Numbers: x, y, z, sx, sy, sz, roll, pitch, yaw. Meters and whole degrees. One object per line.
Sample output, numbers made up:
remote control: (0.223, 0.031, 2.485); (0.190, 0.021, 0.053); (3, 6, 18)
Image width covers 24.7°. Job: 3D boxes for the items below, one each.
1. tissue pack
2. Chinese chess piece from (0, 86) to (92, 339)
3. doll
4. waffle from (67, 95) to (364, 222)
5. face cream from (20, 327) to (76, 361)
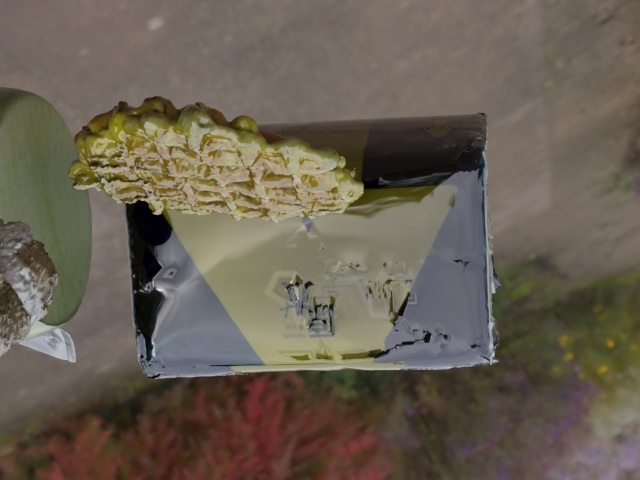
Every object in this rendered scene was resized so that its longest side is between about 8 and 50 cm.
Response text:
tissue pack: (0.000, 0.000, 1.689); (0.416, 0.264, 0.253); (-2, -162, 6)
Chinese chess piece: (-0.312, -0.025, 1.431); (0.101, 0.250, 0.250); (-7, 171, 14)
doll: (-0.297, 0.056, 1.189); (0.105, 0.115, 0.221); (12, -159, 19)
waffle: (-0.089, -0.061, 1.277); (0.237, 0.059, 0.243); (22, 160, -38)
face cream: (-0.393, 0.084, 1.724); (0.114, 0.224, 0.070); (103, 7, -67)
